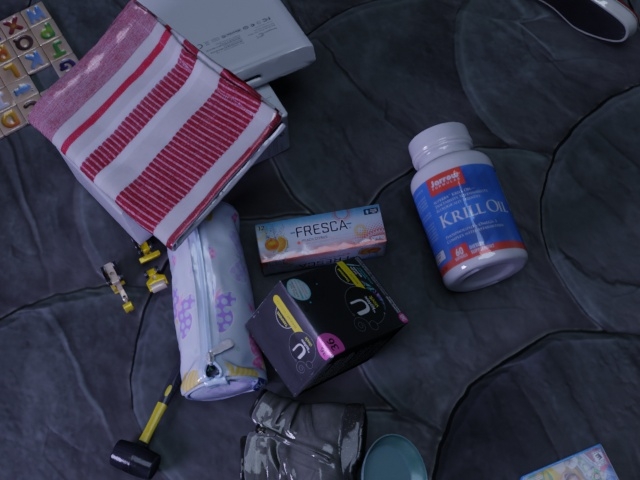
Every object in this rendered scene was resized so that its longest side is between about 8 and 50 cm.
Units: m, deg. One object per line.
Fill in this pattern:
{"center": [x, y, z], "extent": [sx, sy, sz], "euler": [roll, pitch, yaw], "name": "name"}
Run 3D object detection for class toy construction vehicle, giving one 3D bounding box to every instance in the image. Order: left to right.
{"center": [-0.263, 0.047, 1.299], "extent": [0.086, 0.035, 0.098], "euler": [-29, 63, -12], "name": "toy construction vehicle"}

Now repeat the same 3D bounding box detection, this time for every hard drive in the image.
{"center": [-0.158, -0.330, 1.386], "extent": [0.203, 0.040, 0.307], "euler": [-23, 48, -8], "name": "hard drive"}

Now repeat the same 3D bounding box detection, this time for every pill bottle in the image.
{"center": [0.199, -0.050, 1.281], "extent": [0.124, 0.124, 0.221], "euler": [-16, 69, -6], "name": "pill bottle"}

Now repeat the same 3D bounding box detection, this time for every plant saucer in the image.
{"center": [0.091, 0.310, 1.164], "extent": [0.119, 0.021, 0.119], "euler": [16, 66, -39], "name": "plant saucer"}

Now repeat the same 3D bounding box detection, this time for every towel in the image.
{"center": [-0.232, -0.167, 1.241], "extent": [0.329, 0.037, 0.237], "euler": [40, 87, 26], "name": "towel"}

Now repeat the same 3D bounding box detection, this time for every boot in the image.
{"center": [-0.029, 0.318, 1.170], "extent": [0.161, 0.083, 0.246], "euler": [2, 62, 9], "name": "boot"}
{"center": [0.437, -0.436, 1.456], "extent": [0.244, 0.088, 0.176], "euler": [40, 72, 19], "name": "boot"}

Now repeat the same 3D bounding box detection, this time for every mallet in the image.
{"center": [-0.208, 0.231, 1.223], "extent": [0.062, 0.039, 0.189], "euler": [27, 67, 12], "name": "mallet"}

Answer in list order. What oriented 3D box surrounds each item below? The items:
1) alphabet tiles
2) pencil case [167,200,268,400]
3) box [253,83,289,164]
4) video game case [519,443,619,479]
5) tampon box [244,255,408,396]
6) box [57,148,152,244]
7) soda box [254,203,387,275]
{"center": [-0.506, -0.257, 1.436], "extent": [0.237, 0.009, 0.198], "euler": [-30, 71, -11], "name": "alphabet tiles"}
{"center": [-0.149, 0.082, 1.233], "extent": [0.114, 0.124, 0.273], "euler": [-18, 66, 17], "name": "pencil case"}
{"center": [-0.108, -0.173, 1.346], "extent": [0.102, 0.101, 0.087], "euler": [-28, 69, -11], "name": "box"}
{"center": [0.348, 0.363, 1.171], "extent": [0.119, 0.015, 0.166], "euler": [-20, 70, -8], "name": "video game case"}
{"center": [0.009, 0.109, 1.191], "extent": [0.161, 0.101, 0.120], "euler": [-17, 64, -48], "name": "tampon box"}
{"center": [-0.272, -0.103, 1.312], "extent": [0.130, 0.091, 0.170], "euler": [-40, 63, -14], "name": "box"}
{"center": [0.000, 0.000, 1.299], "extent": [0.183, 0.058, 0.063], "euler": [-9, 68, -4], "name": "soda box"}
